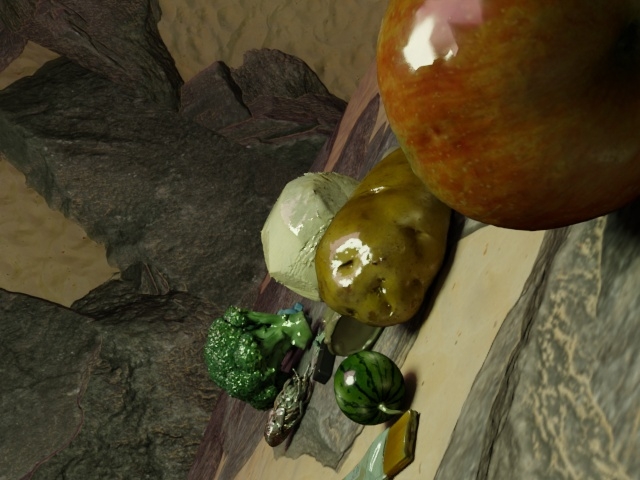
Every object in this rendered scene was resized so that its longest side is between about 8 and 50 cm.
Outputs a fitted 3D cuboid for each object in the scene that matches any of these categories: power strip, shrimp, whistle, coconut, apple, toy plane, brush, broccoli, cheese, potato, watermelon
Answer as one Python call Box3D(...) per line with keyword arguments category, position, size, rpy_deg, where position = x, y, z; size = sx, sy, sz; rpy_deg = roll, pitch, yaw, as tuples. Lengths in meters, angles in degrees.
Box3D(category="power strip", position=(0.010, 0.234, 1.440), size=(0.038, 0.029, 0.111), rpy_deg=(-58, 10, 38))
Box3D(category="shrimp", position=(-0.060, 0.331, 1.475), size=(0.190, 0.074, 0.073), rpy_deg=(-56, -27, -14))
Box3D(category="whistle", position=(-0.091, 0.242, 1.921), size=(0.269, 0.093, 0.180), rpy_deg=(118, 175, -66))
Box3D(category="coconut", position=(0.000, 0.000, 1.440), size=(0.247, 0.244, 0.245), rpy_deg=(-57, 11, 38))
Box3D(category="apple", position=(0.201, -0.162, 0.573), size=(0.250, 0.277, 0.310), rpy_deg=(-4, 75, 63))
Box3D(category="toy plane", position=(0.008, 0.208, 1.526), size=(0.083, 0.033, 0.080), rpy_deg=(-59, -5, 32))
Box3D(category="brush", position=(0.040, 0.330, 0.972), size=(0.337, 0.020, 0.085), rpy_deg=(-57, 11, 43))
Box3D(category="broccoli", position=(-0.143, 0.262, 1.722), size=(0.270, 0.270, 0.270), rpy_deg=(-29, 8, -2))
Box3D(category="cheese", position=(0.070, 0.098, 1.260), size=(0.175, 0.091, 0.202), rpy_deg=(-63, 6, 16))
Box3D(category="potato", position=(0.110, -0.028, 1.126), size=(0.195, 0.176, 0.369), rpy_deg=(116, 179, -47))
Box3D(category="watermelon", position=(0.064, 0.197, 0.949), size=(0.109, 0.109, 0.109), rpy_deg=(-62, 8, 16))

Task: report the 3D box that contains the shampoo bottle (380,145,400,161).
Box3D(category="shampoo bottle", position=(0.159, -0.124, 1.412), size=(0.127, 0.078, 0.257), rpy_deg=(-61, 9, 16))
